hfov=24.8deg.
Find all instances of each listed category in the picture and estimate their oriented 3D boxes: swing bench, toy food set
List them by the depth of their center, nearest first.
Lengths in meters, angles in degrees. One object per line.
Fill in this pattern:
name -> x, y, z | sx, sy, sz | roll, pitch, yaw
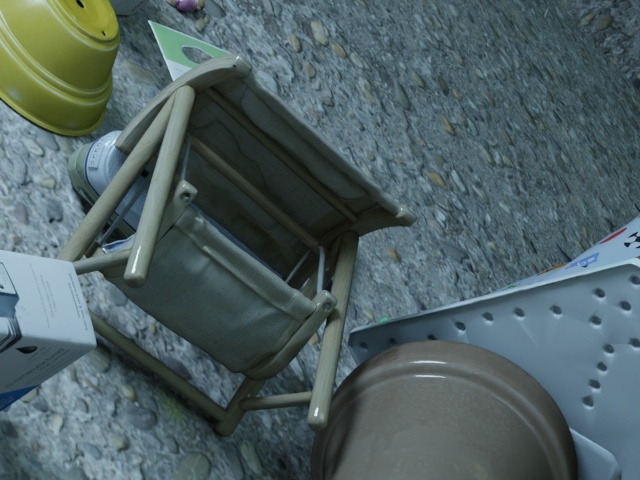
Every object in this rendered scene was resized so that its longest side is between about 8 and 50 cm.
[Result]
swing bench -> -0.081, 0.009, 1.347 | 0.253, 0.165, 0.255 | 41, 58, -29
toy food set -> -0.184, -0.329, 1.873 | 0.122, 0.019, 0.078 | 48, 26, -15

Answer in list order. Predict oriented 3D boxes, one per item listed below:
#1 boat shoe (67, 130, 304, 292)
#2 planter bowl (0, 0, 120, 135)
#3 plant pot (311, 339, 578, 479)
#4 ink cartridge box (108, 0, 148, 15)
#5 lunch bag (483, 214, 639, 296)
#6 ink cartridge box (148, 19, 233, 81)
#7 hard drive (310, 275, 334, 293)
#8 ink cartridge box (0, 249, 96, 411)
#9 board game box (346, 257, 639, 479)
boat shoe -> -0.129, -0.004, 1.471 | 0.302, 0.094, 0.109 | 48, 67, -28
planter bowl -> -0.273, -0.221, 1.498 | 0.217, 0.090, 0.217 | 41, 29, -28
plant pot -> 0.097, 0.249, 1.353 | 0.263, 0.263, 0.229 | 53, 22, -3
ink cartridge box -> -0.239, -0.323, 1.683 | 0.090, 0.092, 0.143 | 58, 24, 7
lunch bag -> 0.357, 0.128, 1.897 | 0.239, 0.327, 0.385 | 52, 23, -17
ink cartridge box -> -0.124, -0.131, 1.693 | 0.171, 0.056, 0.235 | 14, 43, -55
hard drive -> 0.000, 0.000, 1.786 | 0.094, 0.022, 0.135 | 48, 25, -14
ink cartridge box -> -0.283, 0.068, 1.059 | 0.190, 0.139, 0.082 | 11, 51, -56
board game box -> 0.253, 0.220, 1.460 | 0.050, 0.390, 0.390 | -35, 102, -43
